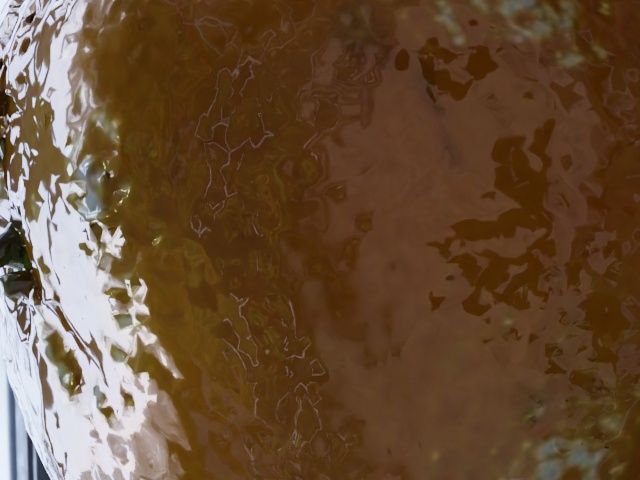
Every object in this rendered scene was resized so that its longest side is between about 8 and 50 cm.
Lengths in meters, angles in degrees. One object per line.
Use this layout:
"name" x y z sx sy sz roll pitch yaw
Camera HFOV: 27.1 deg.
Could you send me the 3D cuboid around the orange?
"orange" 0.000 0.000 0.659 0.326 0.424 0.424 -2 -81 -32
